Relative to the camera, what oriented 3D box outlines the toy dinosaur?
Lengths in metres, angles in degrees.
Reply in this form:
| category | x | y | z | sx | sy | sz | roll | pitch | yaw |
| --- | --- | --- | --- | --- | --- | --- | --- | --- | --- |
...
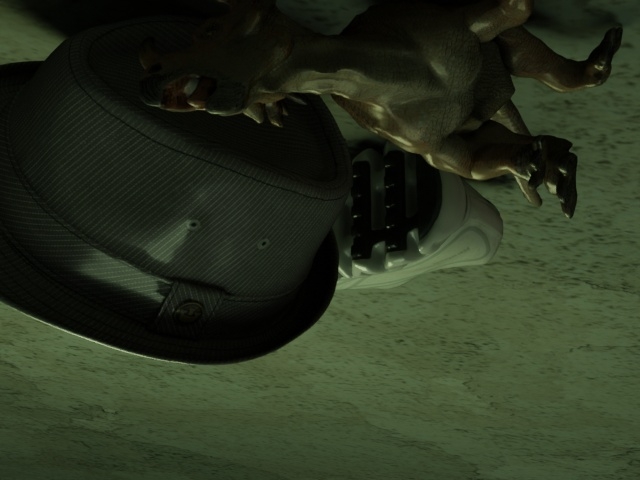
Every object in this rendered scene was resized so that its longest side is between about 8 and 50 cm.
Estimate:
| category | x | y | z | sx | sy | sz | roll | pitch | yaw |
| --- | --- | --- | --- | --- | --- | --- | --- | --- | --- |
| toy dinosaur | 0.043 | -0.095 | 0.941 | 0.200 | 0.127 | 0.295 | 10 | 175 | 24 |

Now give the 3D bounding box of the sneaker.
| category | x | y | z | sx | sy | sz | roll | pitch | yaw |
| --- | --- | --- | --- | --- | --- | --- | --- | --- | --- |
| sneaker | 0.000 | 0.000 | 1.269 | 0.292 | 0.110 | 0.118 | -5 | 165 | 38 |

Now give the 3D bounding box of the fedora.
| category | x | y | z | sx | sy | sz | roll | pitch | yaw |
| --- | --- | --- | --- | --- | --- | --- | --- | --- | --- |
| fedora | -0.090 | -0.051 | 1.037 | 0.275 | 0.244 | 0.124 | 20 | 130 | -22 |
